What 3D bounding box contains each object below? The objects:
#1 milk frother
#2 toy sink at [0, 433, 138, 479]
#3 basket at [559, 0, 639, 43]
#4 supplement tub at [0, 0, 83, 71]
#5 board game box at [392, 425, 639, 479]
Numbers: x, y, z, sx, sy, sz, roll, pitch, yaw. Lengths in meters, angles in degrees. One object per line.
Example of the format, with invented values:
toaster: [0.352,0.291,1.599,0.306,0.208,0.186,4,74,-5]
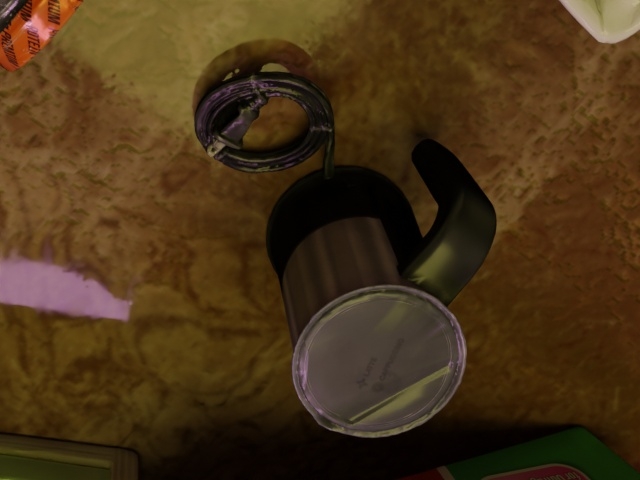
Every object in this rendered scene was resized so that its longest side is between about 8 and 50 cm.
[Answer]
milk frother: [0.000,0.000,0.645,0.143,0.135,0.129,17,113,-16]
toy sink: [-0.222,0.187,0.701,0.234,0.153,0.131,9,115,-12]
basket: [0.147,-0.191,0.585,0.167,0.103,0.113,-41,115,12]
supplement tub: [-0.180,-0.163,0.545,0.190,0.117,0.117,38,106,-23]
board game box: [0.029,0.246,0.733,0.316,0.064,0.242,-8,123,-39]
